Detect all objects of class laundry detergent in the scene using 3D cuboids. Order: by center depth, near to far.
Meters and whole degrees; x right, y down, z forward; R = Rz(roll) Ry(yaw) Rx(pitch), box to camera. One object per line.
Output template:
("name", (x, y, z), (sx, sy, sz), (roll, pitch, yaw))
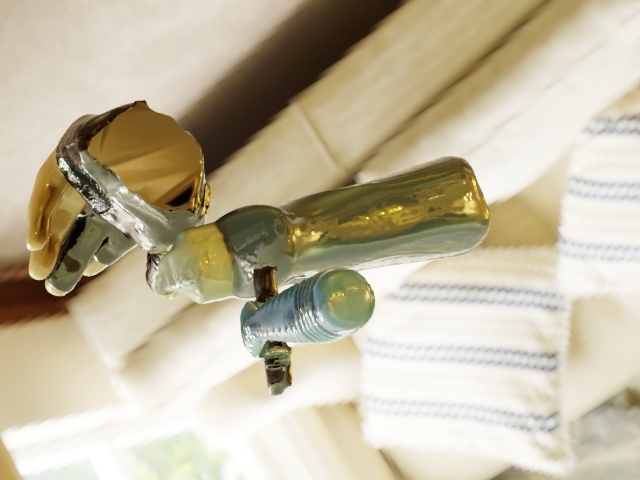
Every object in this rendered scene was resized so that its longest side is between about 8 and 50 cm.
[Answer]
("laundry detergent", (0.000, 0.000, 1.614), (0.290, 0.094, 0.143), (-15, 180, -17))

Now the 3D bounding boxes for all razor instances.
("razor", (-0.015, 0.044, 0.999), (0.042, 0.082, 0.253), (-6, 175, -14))

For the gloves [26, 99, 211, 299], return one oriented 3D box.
("gloves", (-0.200, -0.026, 1.815), (0.301, 0.197, 0.152), (-44, -171, 46))
